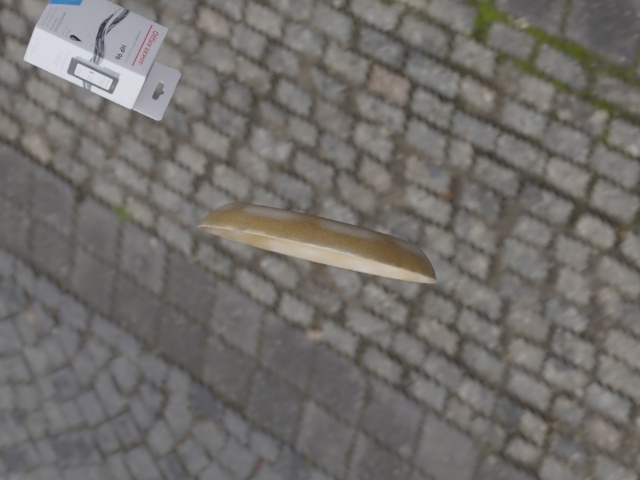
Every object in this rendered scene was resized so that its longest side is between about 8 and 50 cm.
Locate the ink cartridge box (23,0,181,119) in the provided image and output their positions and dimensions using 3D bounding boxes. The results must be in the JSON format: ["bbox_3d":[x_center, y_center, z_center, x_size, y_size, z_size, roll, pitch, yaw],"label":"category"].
[{"bbox_3d":[-0.117,-0.106,0.985,0.083,0.048,0.028,24,135,-7],"label":"ink cartridge box"}]

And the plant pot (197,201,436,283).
[{"bbox_3d":[0.000,0.000,1.698,0.236,0.236,0.032,11,86,40],"label":"plant pot"}]
